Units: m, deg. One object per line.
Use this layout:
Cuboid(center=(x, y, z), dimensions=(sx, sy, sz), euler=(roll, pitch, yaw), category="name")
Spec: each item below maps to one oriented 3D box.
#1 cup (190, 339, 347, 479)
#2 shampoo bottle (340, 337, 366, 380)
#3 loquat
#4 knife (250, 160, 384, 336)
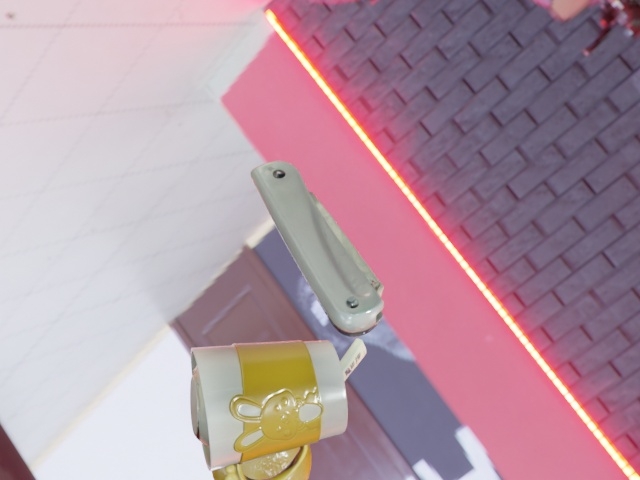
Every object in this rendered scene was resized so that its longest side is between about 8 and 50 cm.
Cuboid(center=(-0.082, 0.264, 1.482), dimensions=(0.226, 0.241, 0.185), euler=(-9, -165, -12), category="cup")
Cuboid(center=(0.053, 0.276, 2.119), dimensions=(0.141, 0.034, 0.049), euler=(-51, 159, -34), category="shampoo bottle")
Cuboid(center=(-0.122, 0.447, 2.003), dimensions=(0.213, 0.213, 0.213), euler=(-35, 169, -8), category="loquat")
Cuboid(center=(-0.003, 0.001, 1.126), dimensions=(0.073, 0.265, 0.040), euler=(-23, 142, -14), category="knife")
